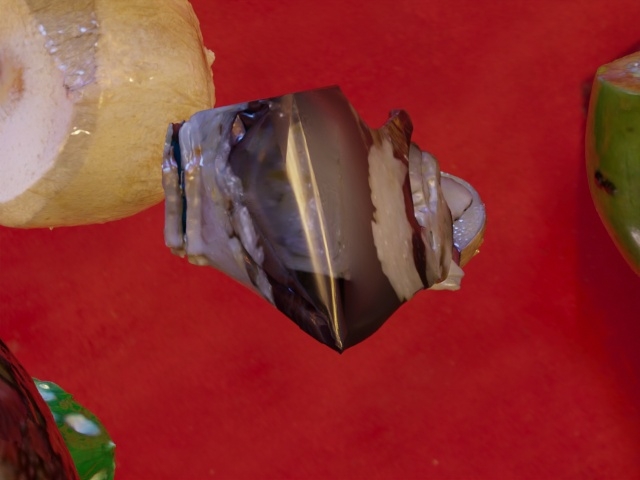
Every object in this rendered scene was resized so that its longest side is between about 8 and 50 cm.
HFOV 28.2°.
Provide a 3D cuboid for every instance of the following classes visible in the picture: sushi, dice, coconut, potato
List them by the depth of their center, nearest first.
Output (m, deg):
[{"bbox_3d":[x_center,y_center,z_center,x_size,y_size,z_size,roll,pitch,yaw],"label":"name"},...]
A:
[{"bbox_3d":[0.002,-0.019,0.754,0.109,0.273,0.134,-6,94,23],"label":"sushi"},{"bbox_3d":[-0.255,0.193,1.067,0.120,0.131,0.128,-7,126,-63],"label":"dice"},{"bbox_3d":[-0.250,-0.158,1.335,0.254,0.297,0.297,-11,111,-54],"label":"coconut"},{"bbox_3d":[0.163,-0.016,1.472,0.089,0.172,0.101,-26,124,-11],"label":"potato"}]

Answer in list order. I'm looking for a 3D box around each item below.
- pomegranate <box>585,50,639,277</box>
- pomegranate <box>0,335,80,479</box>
[{"bbox_3d":[0.262,-0.027,0.750,0.189,0.241,0.159,-8,107,-6],"label":"pomegranate"},{"bbox_3d":[-0.224,0.078,0.326,0.285,0.285,0.341,-42,133,-7],"label":"pomegranate"}]
